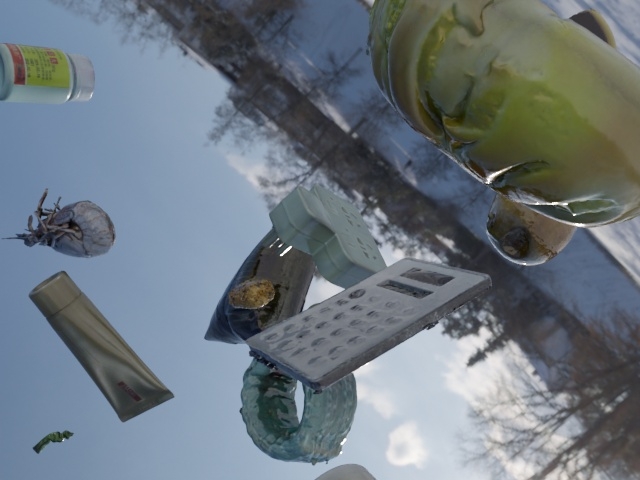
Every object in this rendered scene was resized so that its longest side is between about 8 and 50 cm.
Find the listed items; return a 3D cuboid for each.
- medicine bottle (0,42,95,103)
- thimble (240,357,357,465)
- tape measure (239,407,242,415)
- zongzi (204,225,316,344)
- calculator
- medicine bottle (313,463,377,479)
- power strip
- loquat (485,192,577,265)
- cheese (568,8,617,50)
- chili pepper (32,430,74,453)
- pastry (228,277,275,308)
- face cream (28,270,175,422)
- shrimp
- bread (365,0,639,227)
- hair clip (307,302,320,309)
[{"bbox_3d":[-0.701,-0.415,1.582,0.225,0.139,0.139,-9,-127,-47],"label":"medicine bottle"},{"bbox_3d":[-0.038,0.300,1.168,0.143,0.198,0.235,20,-139,-49],"label":"thimble"},{"bbox_3d":[-0.163,0.453,1.631,0.094,0.091,0.054,47,-148,17],"label":"tape measure"},{"bbox_3d":[-0.186,0.123,1.863,0.207,0.404,0.432,31,155,-27],"label":"zongzi"},{"bbox_3d":[0.058,0.084,0.721,0.161,0.261,0.021,12,123,57],"label":"calculator"},{"bbox_3d":[0.073,0.376,0.674,0.144,0.145,0.252,27,-172,-47],"label":"medicine bottle"},{"bbox_3d":[0.000,0.000,1.325,0.261,0.141,0.230,25,-150,-45],"label":"power strip"},{"bbox_3d":[0.425,-0.053,1.252,0.179,0.179,0.227,44,-129,-2],"label":"loquat"},{"bbox_3d":[0.354,-0.213,0.812,0.036,0.086,0.163,3,-121,-59],"label":"cheese"},{"bbox_3d":[-0.531,0.395,1.248,0.022,0.083,0.027,76,170,-78],"label":"chili pepper"},{"bbox_3d":[-0.149,0.115,1.340,0.056,0.080,0.140,56,161,-8],"label":"pastry"},{"bbox_3d":[-0.445,0.217,1.268,0.341,0.137,0.084,58,-169,-18],"label":"face cream"},{"bbox_3d":[-0.588,-0.028,1.405,0.145,0.342,0.117,62,-139,-36],"label":"shrimp"},{"bbox_3d":[0.121,-0.089,0.395,0.213,0.105,0.213,26,-156,-13],"label":"bread"},{"bbox_3d":[0.043,0.248,2.032,0.188,0.060,0.033,21,-165,14],"label":"hair clip"}]
